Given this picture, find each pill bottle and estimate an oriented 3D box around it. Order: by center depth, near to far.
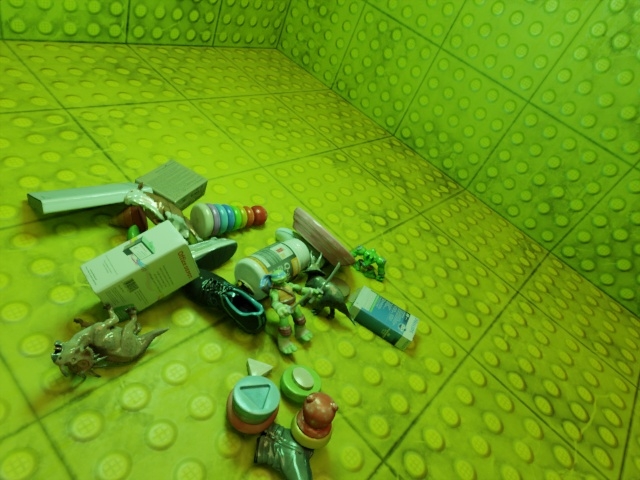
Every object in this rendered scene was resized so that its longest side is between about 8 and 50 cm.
[{"bbox_3d":[-0.174,0.098,1.613,0.162,0.162,0.278,41,40,18],"label":"pill bottle"}]

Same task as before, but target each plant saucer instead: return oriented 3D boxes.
[{"bbox_3d":[0.000,0.000,1.776,0.332,0.084,0.332,43,-3,3],"label":"plant saucer"}]

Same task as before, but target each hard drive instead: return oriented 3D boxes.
[{"bbox_3d":[-0.825,-0.161,1.543,0.353,0.047,0.233,-16,22,-41],"label":"hard drive"}]

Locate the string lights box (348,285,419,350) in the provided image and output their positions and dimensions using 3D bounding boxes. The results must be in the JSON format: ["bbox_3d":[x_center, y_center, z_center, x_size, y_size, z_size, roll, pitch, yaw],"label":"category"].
[{"bbox_3d":[0.248,0.304,1.688,0.260,0.076,0.133,32,38,7],"label":"string lights box"}]

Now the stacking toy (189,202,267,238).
[{"bbox_3d":[-0.360,-0.098,1.769,0.330,0.141,0.141,-12,51,-45],"label":"stacking toy"}]

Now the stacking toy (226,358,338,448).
[{"bbox_3d":[-0.102,0.425,1.244,0.309,0.130,0.279,14,27,-9],"label":"stacking toy"}]

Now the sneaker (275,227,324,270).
[{"bbox_3d":[-0.104,0.039,1.781,0.258,0.094,0.091,35,52,22],"label":"sneaker"}]

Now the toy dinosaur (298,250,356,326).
[{"bbox_3d":[0.014,0.203,1.600,0.121,0.160,0.313,-17,55,-41],"label":"toy dinosaur"}]

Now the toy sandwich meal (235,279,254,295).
[{"bbox_3d":[-0.265,0.169,1.491,0.085,0.085,0.029,37,65,14],"label":"toy sandwich meal"}]

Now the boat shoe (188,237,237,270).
[{"bbox_3d":[-0.450,0.052,1.549,0.320,0.118,0.103,-23,58,-35],"label":"boat shoe"}]

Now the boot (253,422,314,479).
[{"bbox_3d":[-0.105,0.605,1.143,0.161,0.083,0.246,16,31,-6],"label":"boot"}]

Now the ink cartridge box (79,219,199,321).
[{"bbox_3d":[-0.533,0.093,1.301,0.278,0.201,0.117,-33,63,-21],"label":"ink cartridge box"}]

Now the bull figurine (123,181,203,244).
[{"bbox_3d":[-0.554,-0.079,1.536,0.188,0.101,0.310,48,2,32],"label":"bull figurine"}]

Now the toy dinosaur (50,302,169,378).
[{"bbox_3d":[-0.582,0.294,1.190,0.296,0.127,0.200,14,45,-35],"label":"toy dinosaur"}]

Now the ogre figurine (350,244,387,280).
[{"bbox_3d":[0.208,0.095,1.874,0.197,0.118,0.097,41,40,17],"label":"ogre figurine"}]

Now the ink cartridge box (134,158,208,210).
[{"bbox_3d":[-0.619,-0.223,1.788,0.193,0.088,0.234,29,38,6],"label":"ink cartridge box"}]

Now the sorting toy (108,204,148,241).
[{"bbox_3d":[-0.688,0.003,1.494,0.126,0.127,0.365,-11,45,-8],"label":"sorting toy"}]

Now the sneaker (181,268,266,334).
[{"bbox_3d":[-0.322,0.177,1.435,0.341,0.139,0.125,29,57,6],"label":"sneaker"}]

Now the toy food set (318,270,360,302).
[{"bbox_3d":[0.059,0.197,1.743,0.192,0.038,0.132,25,31,13],"label":"toy food set"}]

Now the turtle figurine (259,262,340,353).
[{"bbox_3d":[-0.066,0.230,1.408,0.275,0.266,0.198,-4,20,6],"label":"turtle figurine"}]
